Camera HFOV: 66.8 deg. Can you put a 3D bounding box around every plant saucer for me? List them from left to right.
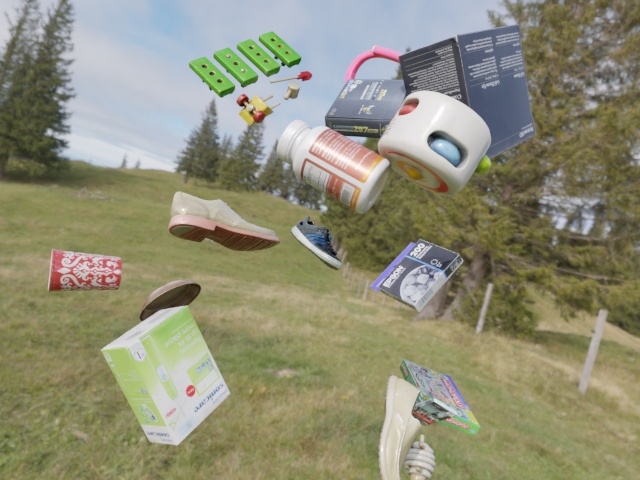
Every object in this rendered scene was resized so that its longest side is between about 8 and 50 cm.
[{"bbox_3d":[-0.457,0.175,1.462,0.036,0.199,0.199,53,15,18],"label":"plant saucer"}]

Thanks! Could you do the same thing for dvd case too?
[{"bbox_3d":[0.294,0.463,1.309,0.087,0.013,0.119,34,-45,-16],"label":"dvd case"}]

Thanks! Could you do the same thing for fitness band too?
[{"bbox_3d":[0.220,-0.569,1.729,0.291,0.208,0.054,30,11,26],"label":"fitness band"}]

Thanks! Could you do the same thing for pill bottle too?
[{"bbox_3d":[0.024,-0.156,0.984,0.216,0.121,0.121,32,5,14],"label":"pill bottle"}]

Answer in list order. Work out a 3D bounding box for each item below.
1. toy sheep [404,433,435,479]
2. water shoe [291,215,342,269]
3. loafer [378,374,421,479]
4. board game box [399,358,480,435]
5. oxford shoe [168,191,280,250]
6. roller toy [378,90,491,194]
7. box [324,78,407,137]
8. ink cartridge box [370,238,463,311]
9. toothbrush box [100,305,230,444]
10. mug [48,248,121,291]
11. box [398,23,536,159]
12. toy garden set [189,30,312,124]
[{"bbox_3d":[0.260,0.575,1.275,0.091,0.132,0.091,15,-34,11],"label":"toy sheep"},{"bbox_3d":[0.000,0.000,1.309,0.203,0.080,0.073,39,-5,37],"label":"water shoe"},{"bbox_3d":[0.190,0.451,1.143,0.092,0.268,0.102,3,-34,12],"label":"loafer"},{"bbox_3d":[0.424,0.562,1.770,0.214,0.046,0.317,22,12,-10],"label":"board game box"},{"bbox_3d":[-0.295,-0.062,1.580,0.397,0.146,0.141,17,-33,-42],"label":"oxford shoe"},{"bbox_3d":[0.215,-0.183,0.954,0.209,0.146,0.191,31,-4,31],"label":"roller toy"},{"bbox_3d":[0.132,-0.359,1.304,0.184,0.232,0.059,8,-45,18],"label":"box"},{"bbox_3d":[0.269,0.090,1.415,0.208,0.206,0.045,24,-26,51],"label":"ink cartridge box"},{"bbox_3d":[-0.392,0.344,1.260,0.122,0.283,0.206,-11,15,36],"label":"toothbrush box"},{"bbox_3d":[-0.636,0.078,1.315,0.169,0.113,0.150,5,16,-28],"label":"mug"},{"bbox_3d":[0.407,-0.385,1.314,0.343,0.312,0.179,-27,17,-39],"label":"box"},{"bbox_3d":[-0.138,-0.365,1.107,0.204,0.244,0.049,45,-33,14],"label":"toy garden set"}]
